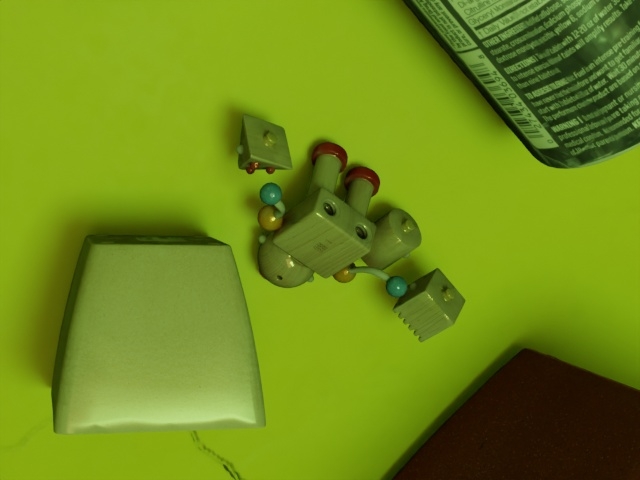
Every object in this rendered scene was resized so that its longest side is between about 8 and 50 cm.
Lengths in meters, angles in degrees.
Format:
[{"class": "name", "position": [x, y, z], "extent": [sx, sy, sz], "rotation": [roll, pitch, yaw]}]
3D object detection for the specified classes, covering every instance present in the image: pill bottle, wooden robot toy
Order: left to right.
[{"class": "wooden robot toy", "position": [0.000, 0.000, 0.659], "extent": [0.173, 0.076, 0.079], "rotation": [37, 130, -21]}, {"class": "pill bottle", "position": [0.096, -0.164, 0.585], "extent": [0.130, 0.130, 0.245], "rotation": [-43, 111, 1]}]

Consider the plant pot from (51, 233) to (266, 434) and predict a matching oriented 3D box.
[{"class": "plant pot", "position": [-0.092, 0.046, 0.620], "extent": [0.109, 0.109, 0.096], "rotation": [0, 94, -14]}]

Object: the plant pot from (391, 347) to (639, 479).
[{"class": "plant pot", "position": [0.179, 0.217, 0.665], "extent": [0.267, 0.267, 0.235], "rotation": [29, 86, -20]}]
